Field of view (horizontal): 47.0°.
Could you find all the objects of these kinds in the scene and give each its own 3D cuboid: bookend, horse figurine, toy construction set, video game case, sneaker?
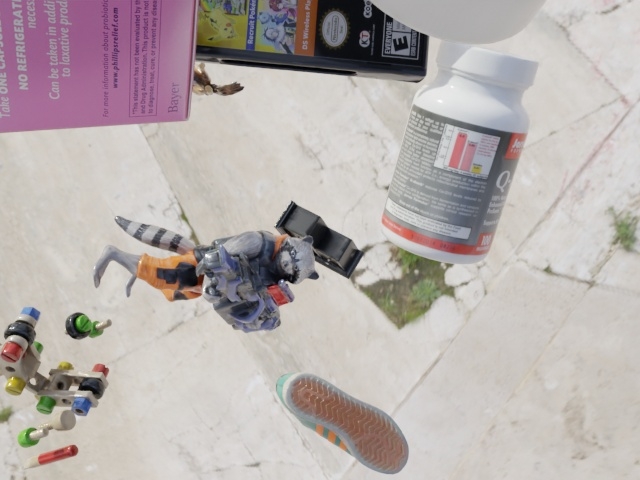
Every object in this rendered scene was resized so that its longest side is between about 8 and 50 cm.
[{"bbox_3d":[0.000,0.000,1.626,0.157,0.156,0.072,28,79,22],"label":"bookend"},{"bbox_3d":[-0.287,-0.361,1.512,0.263,0.174,0.066,33,89,-14],"label":"horse figurine"},{"bbox_3d":[-0.595,0.307,1.498,0.237,0.257,0.308,-23,61,25],"label":"toy construction set"},{"bbox_3d":[-0.019,-0.291,0.666,0.248,0.035,0.274,4,89,-6],"label":"video game case"},{"bbox_3d":[0.041,0.348,1.445,0.302,0.121,0.108,39,75,-14],"label":"sneaker"}]

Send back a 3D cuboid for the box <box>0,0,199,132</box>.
[{"bbox_3d":[-0.231,-0.176,0.497,0.243,0.117,0.213,-9,43,-24],"label":"box"}]

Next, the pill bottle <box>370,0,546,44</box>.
[{"bbox_3d":[0.142,-0.300,0.420,0.204,0.361,0.204,9,58,-14],"label":"pill bottle"}]

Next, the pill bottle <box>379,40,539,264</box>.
[{"bbox_3d":[0.247,-0.158,1.306,0.210,0.210,0.362,17,109,10],"label":"pill bottle"}]

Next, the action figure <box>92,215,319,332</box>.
[{"bbox_3d":[-0.168,0.027,1.126,0.330,0.341,0.178,-1,67,0],"label":"action figure"}]
